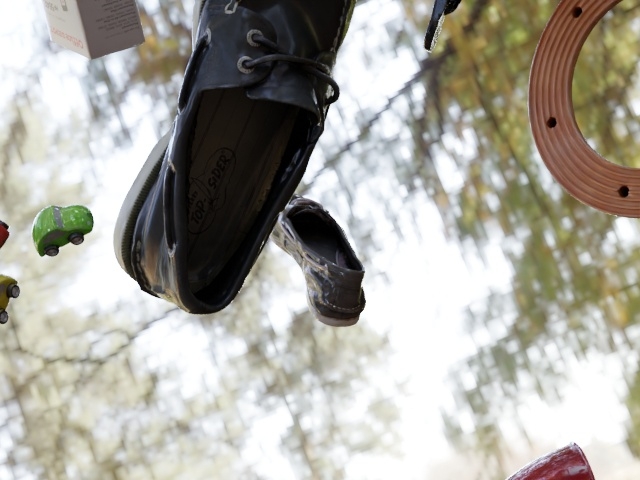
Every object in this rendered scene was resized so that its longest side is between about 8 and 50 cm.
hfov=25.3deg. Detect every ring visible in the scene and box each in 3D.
[{"bbox_3d":[0.391,-0.189,1.666,0.336,0.337,0.032,-31,-29,34],"label":"ring"}]

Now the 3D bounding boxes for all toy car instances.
[{"bbox_3d":[-0.436,0.003,2.077,0.225,0.239,0.053,-26,-39,11],"label":"toy car"}]

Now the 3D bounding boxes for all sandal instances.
[{"bbox_3d":[0.175,-0.326,1.862,0.040,0.179,0.067,14,-12,10],"label":"sandal"}]

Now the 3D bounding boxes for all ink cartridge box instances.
[{"bbox_3d":[-0.315,-0.352,1.870,0.086,0.203,0.148,-23,27,-24],"label":"ink cartridge box"}]

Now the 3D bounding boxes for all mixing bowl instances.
[{"bbox_3d":[0.229,0.302,1.461,0.098,0.181,0.181,-9,-14,-2],"label":"mixing bowl"}]

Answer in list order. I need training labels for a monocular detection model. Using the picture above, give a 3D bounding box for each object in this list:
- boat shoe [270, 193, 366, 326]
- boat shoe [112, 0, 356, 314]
[{"bbox_3d":[0.000,0.000,2.174,0.112,0.335,0.096,3,-58,-22],"label":"boat shoe"},{"bbox_3d":[-0.044,-0.098,1.030,0.127,0.113,0.340,22,-78,-35],"label":"boat shoe"}]
